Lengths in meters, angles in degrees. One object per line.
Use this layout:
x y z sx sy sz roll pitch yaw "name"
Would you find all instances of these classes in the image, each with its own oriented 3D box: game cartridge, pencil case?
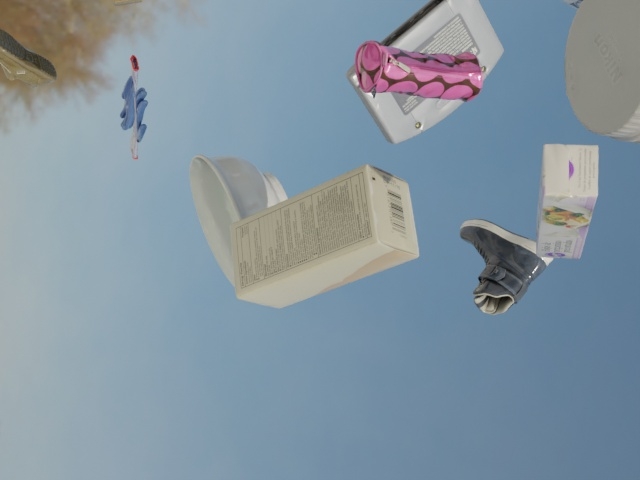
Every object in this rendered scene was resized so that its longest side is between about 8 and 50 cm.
0.208 -0.333 2.040 0.297 0.198 0.062 -40 -145 -9 "game cartridge"
0.162 -0.268 1.692 0.098 0.209 0.095 -26 -111 59 "pencil case"

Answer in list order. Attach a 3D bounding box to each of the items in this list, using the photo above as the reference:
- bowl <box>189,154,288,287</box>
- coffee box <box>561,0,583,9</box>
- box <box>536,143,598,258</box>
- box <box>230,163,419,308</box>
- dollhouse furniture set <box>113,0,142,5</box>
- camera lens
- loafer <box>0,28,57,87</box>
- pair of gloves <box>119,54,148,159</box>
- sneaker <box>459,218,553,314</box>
-0.143 -0.050 2.124 0.298 0.134 0.298 52 -26 37 "bowl"
0.582 -0.617 1.978 0.338 0.334 0.338 -66 -168 2 "coffee box"
0.308 -0.043 1.344 0.324 0.063 0.067 52 42 -74 "box"
0.000 0.000 1.797 0.311 0.121 0.148 -21 -115 35 "box"
-0.216 -0.472 1.492 0.212 0.242 0.161 73 10 -69 "dollhouse furniture set"
0.490 -0.234 1.387 0.219 0.274 0.219 179 -90 -71 "camera lens"
-0.473 -0.275 1.628 0.050 0.148 0.056 -37 -134 20 "loafer"
-0.370 -0.259 2.094 0.198 0.023 0.159 -110 -152 -43 "pair of gloves"
0.330 0.053 2.115 0.226 0.086 0.163 25 -106 48 "sneaker"
